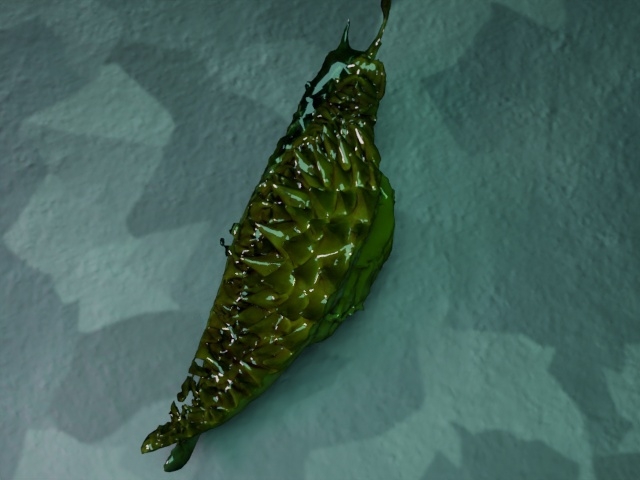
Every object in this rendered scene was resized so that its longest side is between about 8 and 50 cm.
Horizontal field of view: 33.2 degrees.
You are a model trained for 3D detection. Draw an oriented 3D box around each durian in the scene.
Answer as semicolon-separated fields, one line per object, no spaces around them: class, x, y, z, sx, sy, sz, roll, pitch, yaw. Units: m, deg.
durian;-0.007;-0.003;0.751;0.107;0.132;0.375;24;81;19
